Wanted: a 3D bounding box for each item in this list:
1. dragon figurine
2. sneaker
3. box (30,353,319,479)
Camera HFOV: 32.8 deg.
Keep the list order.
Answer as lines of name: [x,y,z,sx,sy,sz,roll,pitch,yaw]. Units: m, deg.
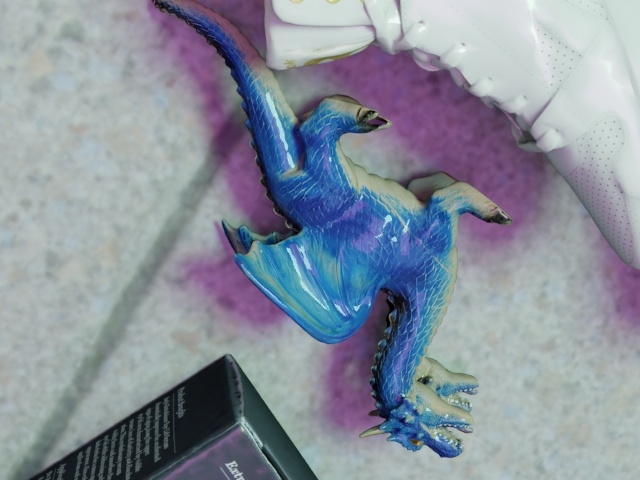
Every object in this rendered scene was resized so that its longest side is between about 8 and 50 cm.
dragon figurine: [0.000,0.000,0.581,0.289,0.085,0.144,36,95,-16]
sneaker: [0.062,-0.094,0.514,0.169,0.108,0.292,-25,94,0]
box: [-0.090,0.189,0.600,0.207,0.108,0.153,-32,105,-1]
